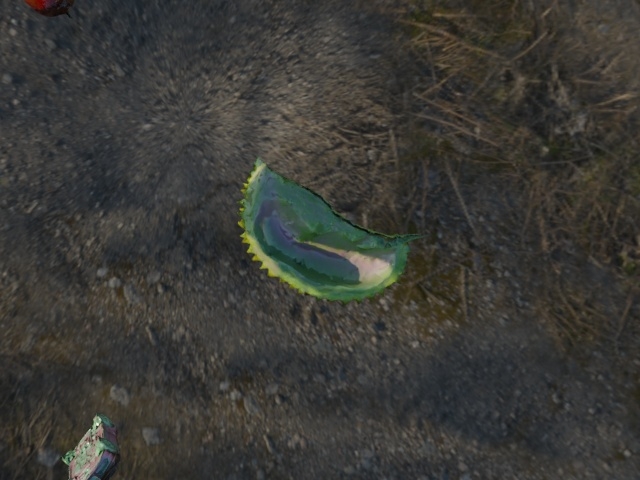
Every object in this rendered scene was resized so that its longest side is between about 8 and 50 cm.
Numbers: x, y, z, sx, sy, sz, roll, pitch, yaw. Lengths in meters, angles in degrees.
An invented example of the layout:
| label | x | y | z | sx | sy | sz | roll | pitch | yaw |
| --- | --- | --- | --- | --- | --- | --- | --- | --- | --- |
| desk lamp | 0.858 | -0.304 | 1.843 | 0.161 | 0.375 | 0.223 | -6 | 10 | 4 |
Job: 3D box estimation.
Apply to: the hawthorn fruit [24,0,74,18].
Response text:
| label | x | y | z | sx | sy | sz | roll | pitch | yaw |
| --- | --- | --- | --- | --- | --- | --- | --- | --- | --- |
| hawthorn fruit | -0.364 | -0.334 | 1.016 | 0.077 | 0.077 | 0.077 | -2 | 99 | -10 |

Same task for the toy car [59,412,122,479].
| label | x | y | z | sx | sy | sz | roll | pitch | yaw |
| --- | --- | --- | --- | --- | --- | --- | --- | --- | --- |
| toy car | -0.264 | 0.257 | 0.901 | 0.055 | 0.142 | 0.069 | 40 | 84 | -18 |

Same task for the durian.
| label | x | y | z | sx | sy | sz | roll | pitch | yaw |
| --- | --- | --- | --- | --- | --- | --- | --- | --- | --- |
| durian | 0.000 | 0.000 | 1.345 | 0.351 | 0.169 | 0.158 | 27 | 52 | -22 |
